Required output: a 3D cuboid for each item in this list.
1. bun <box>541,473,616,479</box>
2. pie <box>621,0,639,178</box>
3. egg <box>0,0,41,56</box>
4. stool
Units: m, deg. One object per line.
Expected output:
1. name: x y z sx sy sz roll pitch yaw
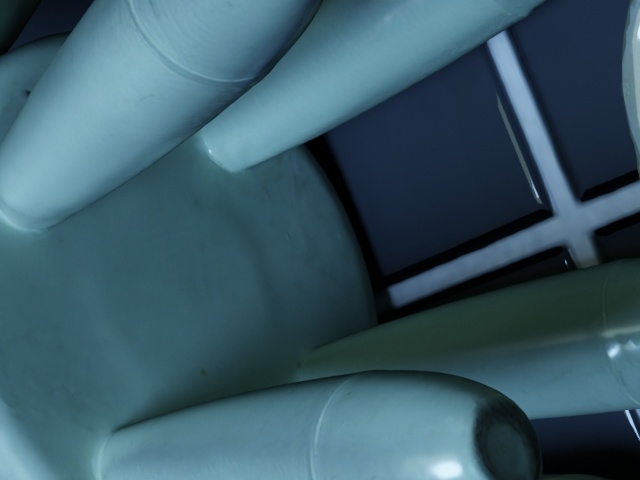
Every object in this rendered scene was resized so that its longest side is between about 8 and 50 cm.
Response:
1. bun: 0.079 0.183 0.611 0.222 0.127 0.222 17 117 37
2. pie: 0.202 -0.070 0.392 0.337 0.075 0.337 12 107 43
3. egg: -0.238 -0.219 0.625 0.345 0.345 0.428 -9 96 46
4. stool: 0.000 0.000 0.577 0.199 0.195 0.195 -22 88 45
